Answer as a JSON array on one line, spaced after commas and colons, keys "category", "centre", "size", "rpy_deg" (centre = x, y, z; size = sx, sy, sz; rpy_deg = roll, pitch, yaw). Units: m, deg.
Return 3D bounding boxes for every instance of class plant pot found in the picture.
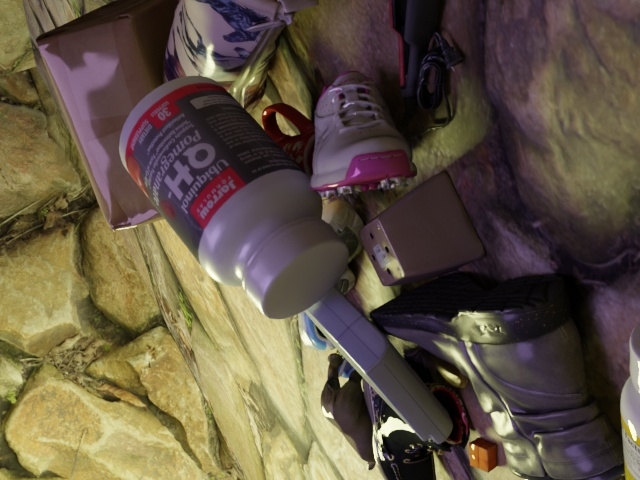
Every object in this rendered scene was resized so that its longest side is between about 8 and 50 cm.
[{"category": "plant pot", "centre": [0.109, -0.003, 0.995], "size": [0.109, 0.096, 0.109], "rpy_deg": [65, 159, 5]}]

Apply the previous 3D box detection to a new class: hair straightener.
[{"category": "hair straightener", "centre": [0.104, -0.189, 0.877], "size": [0.089, 0.047, 0.230], "rpy_deg": [51, 154, 37]}]

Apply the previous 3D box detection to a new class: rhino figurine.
[{"category": "rhino figurine", "centre": [0.072, 0.292, 1.355], "size": [0.073, 0.106, 0.243], "rpy_deg": [-11, 131, 28]}]

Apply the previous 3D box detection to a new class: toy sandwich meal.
[{"category": "toy sandwich meal", "centre": [0.173, 0.151, 1.100], "size": [0.085, 0.029, 0.085], "rpy_deg": [53, 159, 31]}]

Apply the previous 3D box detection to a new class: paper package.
[{"category": "paper package", "centre": [-0.286, -0.234, 1.428], "size": [0.309, 0.168, 0.325], "rpy_deg": [-67, -36, -61]}]

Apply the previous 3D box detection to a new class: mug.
[{"category": "mug", "centre": [-0.031, -0.111, 1.186], "size": [0.150, 0.113, 0.169], "rpy_deg": [42, 162, -19]}]

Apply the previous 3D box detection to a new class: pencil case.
[{"category": "pencil case", "centre": [-0.115, -0.295, 1.144], "size": [0.410, 0.160, 0.183], "rpy_deg": [136, 124, -68]}]

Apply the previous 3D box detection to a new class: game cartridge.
[{"category": "game cartridge", "centre": [0.049, 0.135, 1.134], "size": [0.196, 0.060, 0.294], "rpy_deg": [47, 176, -31]}]

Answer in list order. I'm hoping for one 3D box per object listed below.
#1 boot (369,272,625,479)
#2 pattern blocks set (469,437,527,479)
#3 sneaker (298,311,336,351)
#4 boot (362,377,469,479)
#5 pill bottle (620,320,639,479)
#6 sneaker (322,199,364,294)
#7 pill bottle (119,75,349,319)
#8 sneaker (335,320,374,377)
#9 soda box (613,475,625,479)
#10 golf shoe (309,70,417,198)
[{"category": "boot", "centre": [0.185, 0.159, 0.957], "size": [0.222, 0.118, 0.338], "rpy_deg": [66, 161, -8]}, {"category": "pattern blocks set", "centre": [0.275, 0.391, 1.106], "size": [0.285, 0.026, 0.325], "rpy_deg": [54, 156, 29]}, {"category": "sneaker", "centre": [-0.014, 0.069, 1.415], "size": [0.086, 0.085, 0.237], "rpy_deg": [-16, 94, 43]}, {"category": "boot", "centre": [0.147, 0.294, 1.228], "size": [0.178, 0.085, 0.236], "rpy_deg": [3, 111, 65]}, {"category": "pill bottle", "centre": [0.301, 0.163, 0.669], "size": [0.119, 0.119, 0.208], "rpy_deg": [33, 141, 56]}, {"category": "sneaker", "centre": [0.000, 0.000, 1.282], "size": [0.115, 0.090, 0.232], "rpy_deg": [60, 158, 26]}, {"category": "pill bottle", "centre": [-0.108, -0.054, 1.086], "size": [0.318, 0.176, 0.176], "rpy_deg": [48, 153, 29]}, {"category": "sneaker", "centre": [0.066, 0.174, 1.360], "size": [0.144, 0.059, 0.053], "rpy_deg": [117, 162, -49]}, {"category": "soda box", "centre": [0.331, 0.339, 0.868], "size": [0.181, 0.058, 0.061], "rpy_deg": [58, 158, 23]}, {"category": "golf shoe", "centre": [0.035, -0.122, 0.959], "size": [0.306, 0.115, 0.140], "rpy_deg": [-128, 30, -80]}]
